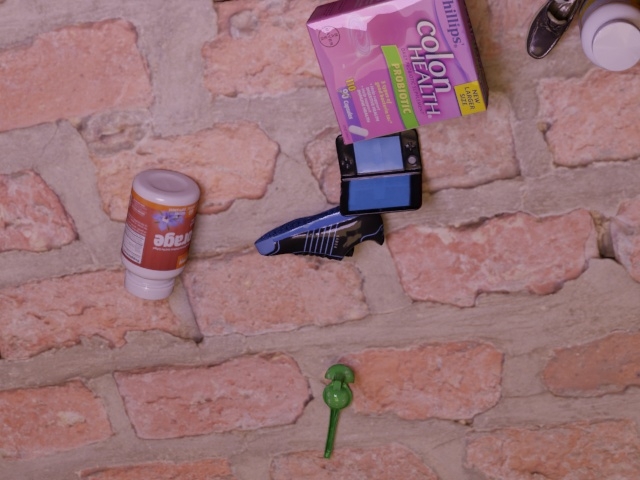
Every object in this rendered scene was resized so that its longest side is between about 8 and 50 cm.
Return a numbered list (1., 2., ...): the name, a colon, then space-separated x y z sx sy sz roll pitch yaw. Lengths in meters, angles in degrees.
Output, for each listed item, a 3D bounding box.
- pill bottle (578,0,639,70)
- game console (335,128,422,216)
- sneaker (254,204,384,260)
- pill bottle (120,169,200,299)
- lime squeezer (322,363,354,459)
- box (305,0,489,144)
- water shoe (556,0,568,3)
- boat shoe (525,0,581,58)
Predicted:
1. pill bottle: 0.448 -0.320 1.792 0.103 0.184 0.103 4 116 8
2. game console: 0.098 -0.118 2.001 0.144 0.085 0.124 -5 114 11
3. sneaker: 0.000 0.000 2.074 0.232 0.081 0.090 -18 103 16
4. pill bottle: -0.290 -0.008 2.098 0.121 0.121 0.216 15 117 2
5. lime squeezer: 0.035 0.301 2.205 0.059 0.110 0.310 -3 146 -7
6. box: 0.128 -0.295 1.895 0.243 0.117 0.213 -12 112 14
7. water shoe: 0.416 -0.447 1.762 0.080 0.073 0.203 34 100 41
8. boat shoe: 0.370 -0.355 1.863 0.056 0.049 0.152 24 116 -1
